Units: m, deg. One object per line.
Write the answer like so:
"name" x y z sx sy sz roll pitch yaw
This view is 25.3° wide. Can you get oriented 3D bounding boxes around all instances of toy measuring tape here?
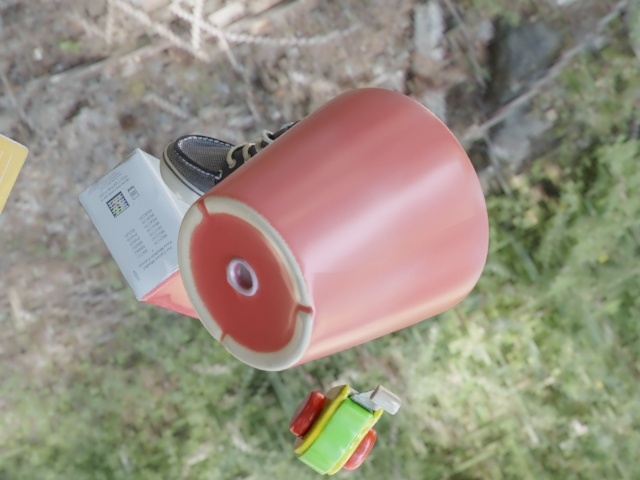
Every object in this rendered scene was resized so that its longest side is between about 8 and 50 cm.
"toy measuring tape" 0.028 0.253 1.890 0.121 0.121 0.330 -20 176 -14

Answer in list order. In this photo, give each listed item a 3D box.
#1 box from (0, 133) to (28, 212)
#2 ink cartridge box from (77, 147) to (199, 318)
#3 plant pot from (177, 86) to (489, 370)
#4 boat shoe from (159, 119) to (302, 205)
"box" -0.473 -0.063 1.368 0.215 0.168 0.345 -67 156 -3
"ink cartridge box" -0.199 0.029 2.229 0.130 0.272 0.309 -37 158 10
"plant pot" 0.000 0.000 1.508 0.243 0.275 0.275 -28 161 -40
"boat shoe" -0.062 -0.097 1.794 0.127 0.340 0.158 -35 141 -44
